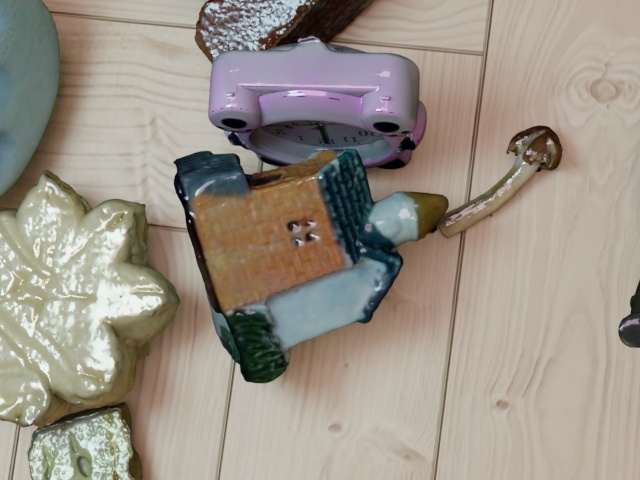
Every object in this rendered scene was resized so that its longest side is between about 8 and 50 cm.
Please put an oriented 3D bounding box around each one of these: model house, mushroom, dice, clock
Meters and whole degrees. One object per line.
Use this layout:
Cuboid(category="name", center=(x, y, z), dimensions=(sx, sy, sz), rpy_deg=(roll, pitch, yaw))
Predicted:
Cuboid(category="model house", center=(0.000, 0.000, 1.557), dimensions=(0.291, 0.184, 0.253), rpy_deg=(-15, 107, -1))
Cuboid(category="mushroom", center=(0.199, -0.062, 1.618), dimensions=(0.187, 0.061, 0.060), rpy_deg=(-40, 85, 6))
Cuboid(category="dice", center=(-0.475, -0.193, 1.595), dimensions=(0.265, 0.262, 0.268), rpy_deg=(14, 74, 24))
Cuboid(category="clock", center=(0.003, -0.139, 1.554), dimensions=(0.228, 0.248, 0.090), rpy_deg=(3, 76, 8))

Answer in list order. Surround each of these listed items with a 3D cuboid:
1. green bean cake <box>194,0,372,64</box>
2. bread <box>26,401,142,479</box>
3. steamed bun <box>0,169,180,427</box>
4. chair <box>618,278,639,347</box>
Cuboid(category="green bean cake", center=(-0.038, -0.276, 1.607), dimensions=(0.233, 0.198, 0.097), rpy_deg=(-42, 78, 6))
Cuboid(category="bread", center=(-0.264, 0.307, 1.625), dimensions=(0.128, 0.088, 0.231), rpy_deg=(-9, 75, -2))
Cuboid(category="steamed bun", center=(-0.296, 0.072, 1.632), dimensions=(0.292, 0.137, 0.295), rpy_deg=(-9, 74, 11))
Cuboid(category="chair", center=(0.493, -0.059, 1.365), dimensions=(0.362, 0.410, 0.364), rpy_deg=(19, 101, 0))
